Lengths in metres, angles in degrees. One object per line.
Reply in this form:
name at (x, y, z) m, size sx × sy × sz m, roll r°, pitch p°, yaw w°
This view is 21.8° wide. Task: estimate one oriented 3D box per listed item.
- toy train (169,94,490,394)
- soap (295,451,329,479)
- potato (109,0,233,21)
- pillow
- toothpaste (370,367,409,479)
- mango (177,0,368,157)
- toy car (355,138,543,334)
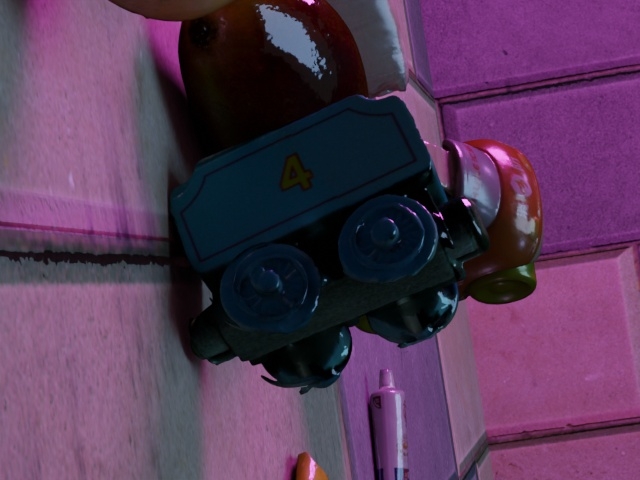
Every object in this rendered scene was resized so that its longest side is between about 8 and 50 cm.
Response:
toy train at (0.000, 0.000, 1.054) m, size 0.107 × 0.198 × 0.154 m, roll 62°, pitch 6°, yaw -59°
soap at (-0.004, 0.219, 1.269) m, size 0.168 × 0.033 × 0.089 m, roll -88°, pitch 168°, yaw -54°
potato at (-0.096, -0.223, 0.823) m, size 0.150 × 0.146 × 0.234 m, roll -13°, pitch -77°, yaw 58°
pillow at (-0.002, -0.189, 1.400) m, size 0.078 × 0.134 × 0.181 m, roll -109°, pitch -172°, yaw -72°
toothpaste at (0.075, 0.247, 1.731) m, size 0.060 × 0.038 × 0.233 m, roll 46°, pitch 39°, yaw -68°
mango at (-0.025, -0.093, 1.167) m, size 0.133 × 0.111 × 0.267 m, roll -62°, pitch 156°, yaw -25°
toy car at (0.077, -0.027, 1.501) m, size 0.235 × 0.235 × 0.145 m, roll 63°, pitch 20°, yaw -63°
